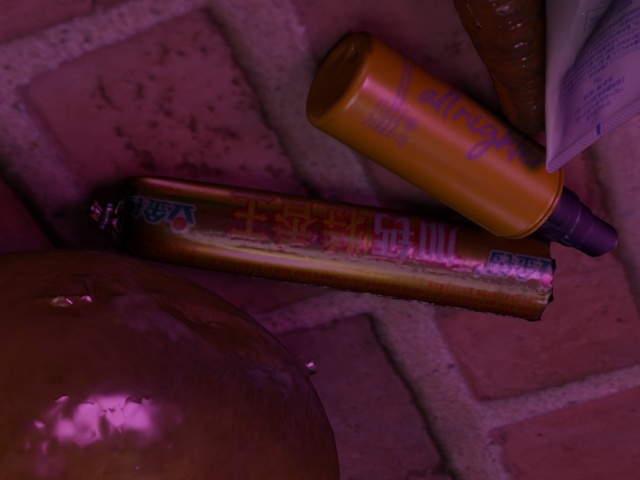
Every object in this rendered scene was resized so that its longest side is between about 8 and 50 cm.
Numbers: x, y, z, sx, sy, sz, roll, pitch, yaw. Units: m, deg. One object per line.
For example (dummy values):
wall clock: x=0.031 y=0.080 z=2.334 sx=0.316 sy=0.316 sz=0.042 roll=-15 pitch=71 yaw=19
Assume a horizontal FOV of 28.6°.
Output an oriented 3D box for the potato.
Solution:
potato: x=-0.164 y=0.188 z=0.953 sx=0.319 sy=0.385 sz=0.442 roll=-34 pitch=143 yaw=25

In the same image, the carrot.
carrot: x=0.132 y=-0.145 z=0.869 sx=0.060 sy=0.060 sz=0.186 roll=-17 pitch=134 yaw=15

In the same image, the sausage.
sausage: x=0.000 y=0.000 z=0.998 sx=0.371 sy=0.082 sz=0.082 roll=9 pitch=133 yaw=-8

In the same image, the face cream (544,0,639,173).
face cream: x=0.189 y=-0.155 z=0.847 sx=0.114 sy=0.070 sz=0.224 roll=-33 pitch=139 yaw=-21

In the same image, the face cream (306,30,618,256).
face cream: x=0.118 y=-0.056 z=0.939 sx=0.273 sy=0.078 sz=0.078 roll=29 pitch=127 yaw=-25
